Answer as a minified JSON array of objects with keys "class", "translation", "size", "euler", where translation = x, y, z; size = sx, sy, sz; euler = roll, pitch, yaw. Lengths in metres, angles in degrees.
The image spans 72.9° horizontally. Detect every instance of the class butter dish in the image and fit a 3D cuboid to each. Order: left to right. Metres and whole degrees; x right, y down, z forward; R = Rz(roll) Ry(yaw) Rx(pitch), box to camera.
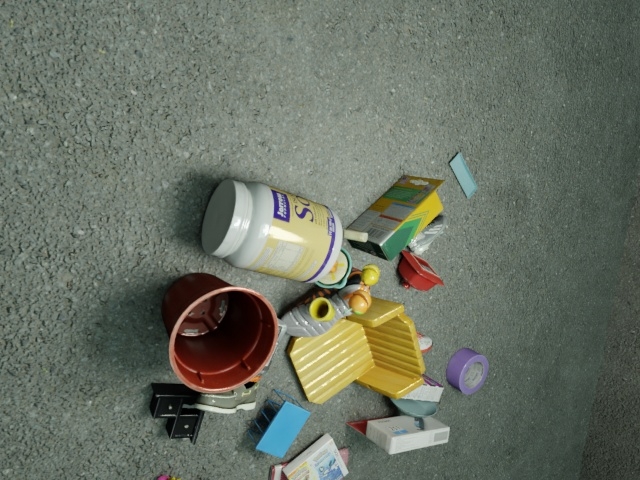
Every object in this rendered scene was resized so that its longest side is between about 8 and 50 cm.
[{"class":"butter dish","translation":[0.353,0.133,1.621],"size":[0.160,0.160,0.118],"euler":[26,111,-34]}]

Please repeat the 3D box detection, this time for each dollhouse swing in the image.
[{"class":"dollhouse swing","translation":[0.122,0.409,1.459],"size":[0.305,0.315,0.346],"euler":[-36,120,-36]}]

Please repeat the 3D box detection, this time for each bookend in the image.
[{"class":"bookend","translation":[-0.425,0.502,1.254],"size":[0.157,0.072,0.156],"euler":[16,94,-33]}]

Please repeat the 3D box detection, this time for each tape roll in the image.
[{"class":"tape roll","translation":[0.661,0.586,1.948],"size":[0.189,0.080,0.188],"euler":[-8,107,-29]}]

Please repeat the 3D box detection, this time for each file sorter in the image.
[{"class":"file sorter","translation":[-0.142,0.602,1.436],"size":[0.118,0.104,0.170],"euler":[39,80,-32]}]

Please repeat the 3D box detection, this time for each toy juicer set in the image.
[{"class":"toy juicer set","translation":[0.066,0.072,1.288],"size":[0.089,0.209,0.328],"euler":[42,42,-58]}]

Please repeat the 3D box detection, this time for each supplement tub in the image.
[{"class":"supplement tub","translation":[-0.190,0.325,1.329],"size":[0.117,0.117,0.190],"euler":[26,89,-34]},{"class":"supplement tub","translation":[-0.133,-0.024,1.202],"size":[0.331,0.241,0.240],"euler":[17,93,-34]}]

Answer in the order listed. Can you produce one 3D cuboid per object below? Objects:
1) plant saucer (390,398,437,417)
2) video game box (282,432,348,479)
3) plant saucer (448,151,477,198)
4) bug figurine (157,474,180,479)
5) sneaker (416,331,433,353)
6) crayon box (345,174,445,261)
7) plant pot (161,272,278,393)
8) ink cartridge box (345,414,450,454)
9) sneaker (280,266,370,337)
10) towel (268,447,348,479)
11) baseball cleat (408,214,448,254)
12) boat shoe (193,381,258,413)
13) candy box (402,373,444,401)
[{"class":"plant saucer","translation":[0.359,0.647,1.706],"size":[0.195,0.195,0.037],"euler":[6,102,-33]},{"class":"video game box","translation":[-0.014,0.838,1.575],"size":[0.205,0.048,0.187],"euler":[-31,111,-22]},{"class":"plant saucer","translation":[0.564,-0.255,1.713],"size":[0.067,0.018,0.192],"euler":[-47,121,-13]},{"class":"bug figurine","translation":[-0.455,0.820,1.316],"size":[0.279,0.072,0.216],"euler":[-45,115,-10]},{"class":"sneaker","translation":[0.345,0.367,1.689],"size":[0.270,0.090,0.144],"euler":[-6,94,-39]},{"class":"crayon box","translation":[0.259,-0.083,1.454],"size":[0.323,0.203,0.083],"euler":[-43,121,-16]},{"class":"plant pot","translation":[-0.293,0.215,1.149],"size":[0.273,0.265,0.272],"euler":[-8,106,-31]},{"class":"ink cartridge box","translation":[0.289,0.701,1.643],"size":[0.297,0.261,0.066],"euler":[8,89,-34]},{"class":"sneaker","translation":[0.018,0.196,1.427],"size":[0.321,0.180,0.124],"euler":[-25,113,13]},{"class":"towel","translation":[-0.048,0.914,1.616],"size":[0.329,0.037,0.236],"euler":[4,99,-32]},{"class":"baseball cleat","translation":[0.401,-0.042,1.634],"size":[0.109,0.072,0.206],"euler":[47,66,-16]},{"class":"boat shoe","translation":[-0.266,0.444,1.259],"size":[0.305,0.109,0.091],"euler":[48,53,-68]},{"class":"candy box","translation":[0.343,0.558,1.695],"size":[0.234,0.159,0.071],"euler":[20,90,-33]}]
